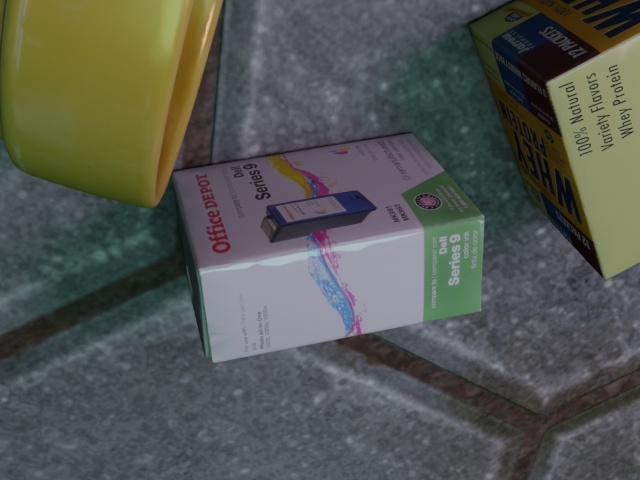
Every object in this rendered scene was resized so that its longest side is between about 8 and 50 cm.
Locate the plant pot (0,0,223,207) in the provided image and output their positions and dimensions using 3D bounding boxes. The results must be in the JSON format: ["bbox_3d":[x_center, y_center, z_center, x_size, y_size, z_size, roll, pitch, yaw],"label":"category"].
[{"bbox_3d":[-0.176,-0.167,0.498,0.239,0.254,0.253,15,116,-7],"label":"plant pot"}]

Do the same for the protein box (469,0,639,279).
[{"bbox_3d":[0.261,-0.117,0.711,0.201,0.136,0.199,-28,125,1],"label":"protein box"}]

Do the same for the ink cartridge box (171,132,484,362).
[{"bbox_3d":[0.000,0.000,0.692,0.213,0.154,0.093,-11,123,-10],"label":"ink cartridge box"}]
